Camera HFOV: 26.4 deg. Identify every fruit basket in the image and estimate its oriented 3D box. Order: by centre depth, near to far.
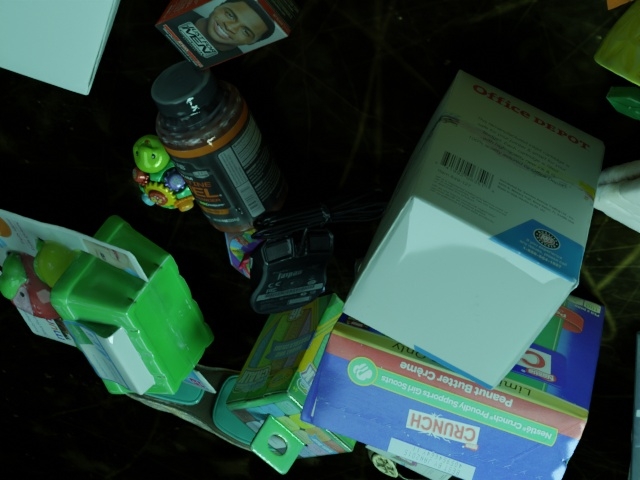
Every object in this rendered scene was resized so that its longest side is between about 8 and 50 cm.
[{"bbox_3d":[-0.338,0.085,1.877,0.353,0.165,0.327,10,144,27],"label":"fruit basket"}]

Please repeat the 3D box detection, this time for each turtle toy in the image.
[{"bbox_3d":[-0.187,-0.082,1.634,0.095,0.066,0.130,10,144,21],"label":"turtle toy"}]

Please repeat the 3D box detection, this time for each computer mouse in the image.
[{"bbox_3d":[0.000,0.000,1.604,0.184,0.060,0.262,-14,156,-10],"label":"computer mouse"}]

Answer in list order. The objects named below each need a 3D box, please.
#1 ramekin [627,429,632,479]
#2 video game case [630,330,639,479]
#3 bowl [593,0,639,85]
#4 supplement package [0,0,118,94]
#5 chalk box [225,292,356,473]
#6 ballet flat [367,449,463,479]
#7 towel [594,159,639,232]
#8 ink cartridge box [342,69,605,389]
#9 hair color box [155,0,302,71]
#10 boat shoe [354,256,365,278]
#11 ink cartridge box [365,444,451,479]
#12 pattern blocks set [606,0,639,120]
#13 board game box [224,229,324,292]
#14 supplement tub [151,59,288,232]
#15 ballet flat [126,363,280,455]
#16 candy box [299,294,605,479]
[{"bbox_3d":[0.505,0.314,1.669,0.277,0.135,0.277,17,146,12],"label":"ramekin"},{"bbox_3d":[0.447,0.245,1.537,0.196,0.274,0.026,3,-179,29],"label":"video game case"},{"bbox_3d":[0.371,-0.146,1.032,0.289,0.289,0.156,25,103,0],"label":"bowl"},{"bbox_3d":[-0.279,-0.294,1.304,0.204,0.145,0.262,18,147,-11],"label":"supplement package"},{"bbox_3d":[-0.021,0.197,1.776,0.132,0.213,0.132,-17,128,45],"label":"chalk box"},{"bbox_3d":[0.177,0.330,1.970,0.250,0.058,0.084,4,140,28],"label":"ballet flat"},{"bbox_3d":[0.440,0.010,1.269,0.332,0.053,0.317,30,172,-6],"label":"towel"},{"bbox_3d":[0.154,-0.015,1.333,0.171,0.232,0.168,28,130,-1],"label":"ink cartridge box"},{"bbox_3d":[-0.095,-0.228,1.399,0.141,0.043,0.072,-15,129,43],"label":"hair color box"},{"bbox_3d":[0.073,0.066,1.692,0.043,0.049,0.137,48,173,51],"label":"boat shoe"},{"bbox_3d":[0.135,0.265,1.881,0.122,0.088,0.052,27,149,-2],"label":"ink cartridge box"},{"bbox_3d":[0.379,-0.181,1.172,0.285,0.026,0.325,30,146,-7],"label":"pattern blocks set"},{"bbox_3d":[-0.065,0.028,1.737,0.133,0.033,0.168,15,145,15],"label":"board game box"},{"bbox_3d":[-0.117,-0.107,1.522,0.106,0.106,0.198,3,140,30],"label":"supplement tub"},{"bbox_3d":[-0.154,0.239,2.043,0.316,0.107,0.106,24,167,12],"label":"ballet flat"},{"bbox_3d":[0.154,0.128,1.475,0.268,0.317,0.122,20,113,8],"label":"candy box"}]
